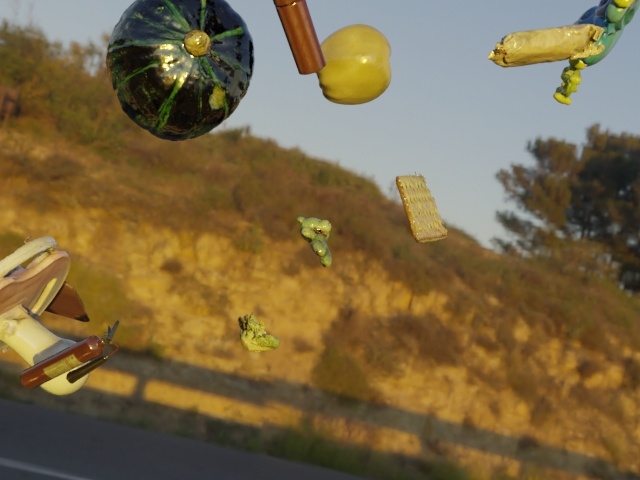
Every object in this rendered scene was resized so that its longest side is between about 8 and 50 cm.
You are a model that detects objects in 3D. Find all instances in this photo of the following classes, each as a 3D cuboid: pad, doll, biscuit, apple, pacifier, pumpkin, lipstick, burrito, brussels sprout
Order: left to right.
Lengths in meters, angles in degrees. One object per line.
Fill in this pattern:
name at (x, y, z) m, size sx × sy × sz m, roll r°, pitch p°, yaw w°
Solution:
pacifier at (-0.515, 0.140, 1.598) m, size 0.220 × 0.273 × 0.332 m, roll -14°, pitch 11°, yaw 22°
pad at (-0.658, 0.099, 2.083) m, size 0.286 × 0.018 × 0.284 m, roll 15°, pitch -23°, yaw 2°
pumpkin at (-0.276, -0.363, 1.923) m, size 0.315 × 0.315 × 0.238 m, roll 16°, pitch -8°, yaw -16°
brussels sprout at (-0.113, 0.163, 1.654) m, size 0.085 × 0.058 × 0.085 m, roll 53°, pitch -17°, yaw 23°
lipstick at (-0.068, -0.454, 1.615) m, size 0.057 × 0.057 × 0.357 m, roll 10°, pitch -49°, yaw 44°
doll at (0.000, 0.000, 2.276) m, size 0.115 × 0.077 × 0.150 m, roll 46°, pitch 16°, yaw -39°
apple at (0.079, -0.411, 2.243) m, size 0.200 × 0.200 × 0.200 m, roll 15°, pitch -4°, yaw 1°
biscuit at (0.198, -0.065, 1.859) m, size 0.016 × 0.144 × 0.203 m, roll -20°, pitch -3°, yaw 23°
burrito at (0.322, -0.277, 1.348) m, size 0.188 × 0.058 × 0.045 m, roll -10°, pitch 41°, yaw -16°
doll at (0.569, -0.448, 1.909) m, size 0.098 × 0.346 × 0.341 m, roll 33°, pitch -27°, yaw 9°

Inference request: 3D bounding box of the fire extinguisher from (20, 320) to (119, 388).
fire extinguisher at (-0.324, 0.161, 1.253) m, size 0.173 × 0.049 × 0.035 m, roll -27°, pitch 2°, yaw 27°
